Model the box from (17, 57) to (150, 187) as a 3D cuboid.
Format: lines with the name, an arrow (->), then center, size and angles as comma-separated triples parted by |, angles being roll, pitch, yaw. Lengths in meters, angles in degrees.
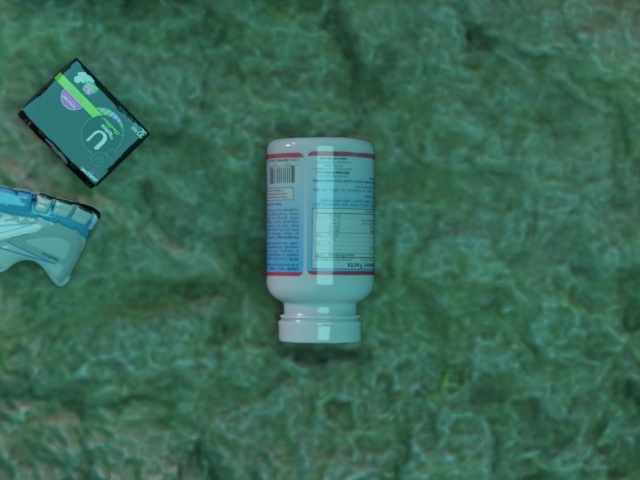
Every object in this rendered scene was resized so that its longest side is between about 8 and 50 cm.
box -> -0.185, -0.091, 1.435 | 0.083, 0.052, 0.062 | 46, 81, -9

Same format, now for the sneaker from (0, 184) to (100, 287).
sneaker -> -0.270, -0.011, 1.410 | 0.191, 0.071, 0.083 | 16, 92, -11

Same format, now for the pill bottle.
pill bottle -> 0.000, 0.000, 1.454 | 0.087, 0.087, 0.160 | 1, 90, -12
